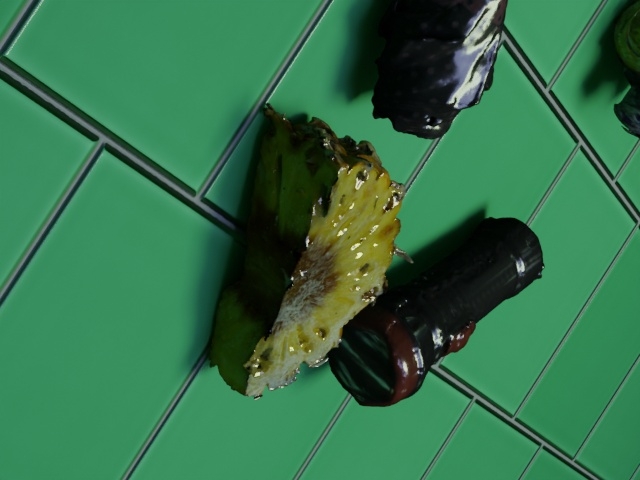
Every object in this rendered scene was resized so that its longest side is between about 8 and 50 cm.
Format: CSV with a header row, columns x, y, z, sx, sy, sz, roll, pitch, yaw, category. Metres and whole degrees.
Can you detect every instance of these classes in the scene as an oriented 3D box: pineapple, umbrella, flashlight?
x,y,z,sx,sy,sz,roll,pitch,yaw,category
0.001,0.001,1.249,0.135,0.079,0.233,-16,137,-40,pineapple
0.111,-0.221,1.187,0.094,0.090,0.326,-12,127,-49,umbrella
0.104,0.054,1.450,0.232,0.093,0.093,-30,141,-42,flashlight

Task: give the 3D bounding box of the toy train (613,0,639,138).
x,y,z,sx,sy,sz,roll,pitch,yaw,category
0.379,-0.182,1.554,0.261,0.177,0.134,-53,151,-11,toy train
